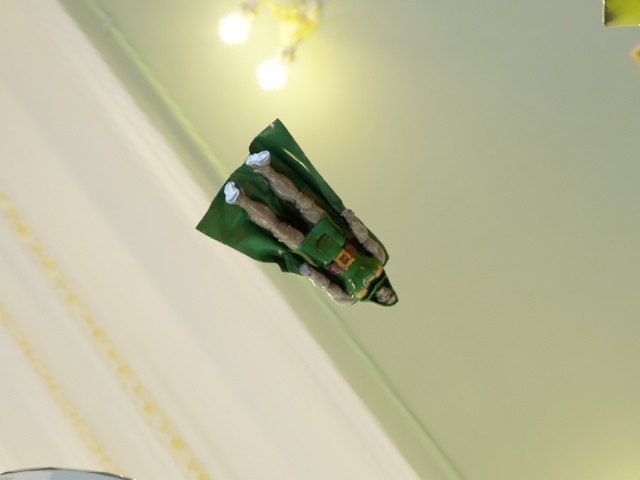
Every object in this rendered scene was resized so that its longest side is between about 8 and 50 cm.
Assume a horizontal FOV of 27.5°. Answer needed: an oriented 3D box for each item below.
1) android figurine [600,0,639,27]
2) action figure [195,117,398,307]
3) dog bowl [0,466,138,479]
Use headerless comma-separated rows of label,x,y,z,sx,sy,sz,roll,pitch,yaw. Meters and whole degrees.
android figurine,0.370,-0.244,1.081,0.056,0.273,0.248,-8,-82,-79
action figure,0.000,0.000,1.334,0.232,0.137,0.063,39,177,-30
dog bowl,-0.195,0.342,0.824,0.408,0.408,0.150,53,172,14
